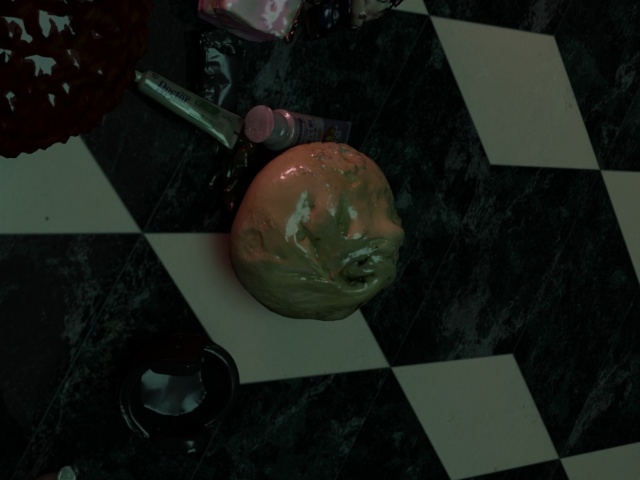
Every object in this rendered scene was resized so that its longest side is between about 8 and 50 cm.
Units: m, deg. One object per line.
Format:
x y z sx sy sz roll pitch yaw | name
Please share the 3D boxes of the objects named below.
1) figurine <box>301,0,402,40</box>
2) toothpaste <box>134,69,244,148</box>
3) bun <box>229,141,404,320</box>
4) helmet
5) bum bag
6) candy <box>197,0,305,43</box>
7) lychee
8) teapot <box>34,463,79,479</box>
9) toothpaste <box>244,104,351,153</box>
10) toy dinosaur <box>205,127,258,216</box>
0.064 -0.461 1.753 0.222 0.145 0.145 -25 114 -17 | figurine
-0.230 -0.233 1.613 0.218 0.041 0.064 29 69 -20 | toothpaste
0.000 0.000 1.707 0.326 0.234 0.362 -32 138 -10 | bun
-0.248 0.254 1.640 0.216 0.193 0.189 -9 108 -29 | helmet
-0.175 -0.271 1.658 0.087 0.049 0.197 -6 113 -38 | bum bag
-0.096 -0.484 1.629 0.156 0.116 0.265 17 91 -35 | candy
-0.436 -0.304 1.273 0.424 0.425 0.500 -49 162 -16 | lychee
-0.436 0.542 1.522 0.252 0.280 0.423 0 101 -34 | teapot
-0.027 -0.187 1.741 0.299 0.073 0.113 8 93 -57 | toothpaste
-0.140 -0.144 1.738 0.187 0.087 0.179 -69 165 16 | toy dinosaur
